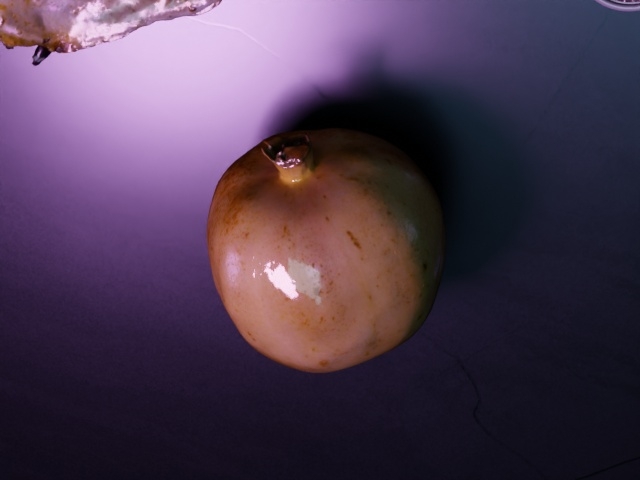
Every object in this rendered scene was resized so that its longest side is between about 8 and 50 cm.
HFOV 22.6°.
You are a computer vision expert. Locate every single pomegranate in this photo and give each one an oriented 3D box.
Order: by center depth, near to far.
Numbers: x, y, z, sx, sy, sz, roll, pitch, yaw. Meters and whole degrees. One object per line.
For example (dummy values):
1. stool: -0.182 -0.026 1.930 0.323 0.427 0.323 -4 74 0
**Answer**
1. pomegranate: 0.000 0.000 1.941 0.319 0.319 0.319 5 118 9

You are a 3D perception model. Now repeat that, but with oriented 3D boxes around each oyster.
1. oyster: -0.251 -0.322 1.890 0.361 0.221 0.096 -17 75 11

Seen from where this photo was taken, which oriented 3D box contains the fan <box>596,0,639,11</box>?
1. fan: 0.297 -0.343 1.817 0.244 0.074 0.130 15 120 4
